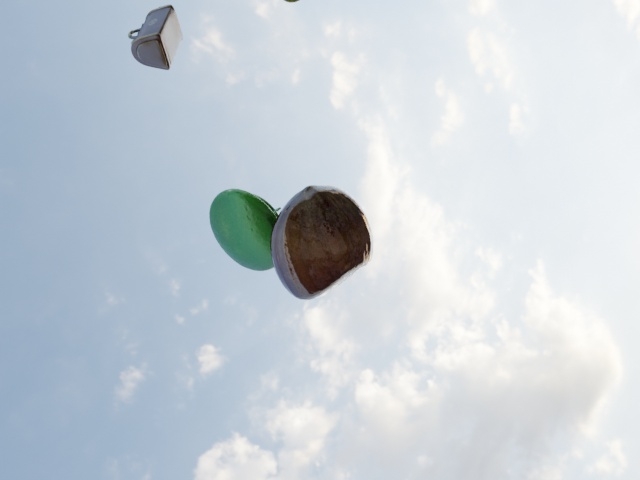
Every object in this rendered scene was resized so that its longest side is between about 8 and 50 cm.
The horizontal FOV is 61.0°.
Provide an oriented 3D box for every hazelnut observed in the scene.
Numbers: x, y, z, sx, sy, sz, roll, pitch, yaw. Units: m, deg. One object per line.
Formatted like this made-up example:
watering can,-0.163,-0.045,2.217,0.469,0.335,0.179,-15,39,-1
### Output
hazelnut,-0.002,0.000,1.050,0.212,0.181,0.181,-30,-102,-33

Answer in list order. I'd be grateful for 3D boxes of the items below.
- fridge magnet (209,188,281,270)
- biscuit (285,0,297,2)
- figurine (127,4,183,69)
fridge magnet,-0.162,-0.024,1.225,0.088,0.207,0.208,-43,-62,-44
biscuit,-0.073,-0.649,1.382,0.084,0.084,0.023,43,-151,-32
figurine,-0.353,-0.434,1.150,0.082,0.098,0.154,79,-169,-51
